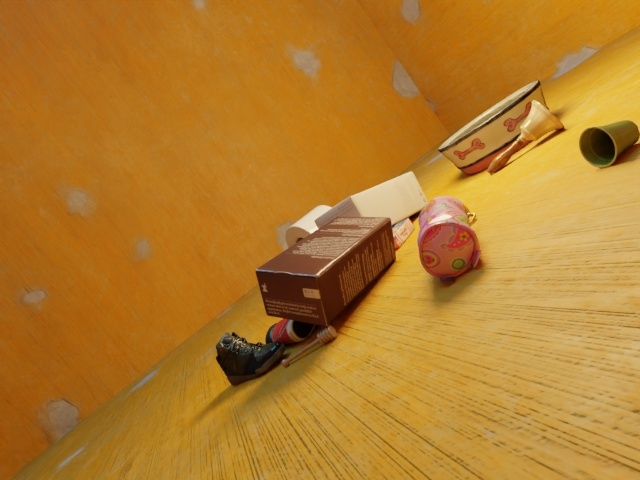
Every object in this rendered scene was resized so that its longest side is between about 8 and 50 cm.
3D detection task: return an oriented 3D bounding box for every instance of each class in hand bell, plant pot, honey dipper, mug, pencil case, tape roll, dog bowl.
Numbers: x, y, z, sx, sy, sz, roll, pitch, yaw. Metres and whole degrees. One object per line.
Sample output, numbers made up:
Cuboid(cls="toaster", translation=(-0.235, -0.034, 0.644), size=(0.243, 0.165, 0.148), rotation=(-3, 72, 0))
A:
Cuboid(cls="hand bell", translation=(0.617, -0.302, 1.424), size=(0.242, 0.126, 0.126), rotation=(-48, 1, 22))
Cuboid(cls="plant pot", translation=(0.560, -0.194, 0.873), size=(0.079, 0.083, 0.083), rotation=(-26, 3, -11))
Cuboid(cls="honey dipper", translation=(-0.031, 0.250, 1.054), size=(0.161, 0.030, 0.030), rotation=(-38, 5, 19))
Cuboid(cls="mug", translation=(0.342, -0.056, 1.150), size=(0.064, 0.062, 0.078), rotation=(-49, 5, -33))
Cuboid(cls="pencil case", translation=(0.268, -0.014, 0.971), size=(0.124, 0.124, 0.284), rotation=(-35, 6, 19))
Cuboid(cls="tape roll", translation=(0.000, 0.000, 1.862), size=(0.169, 0.246, 0.246), rotation=(-40, 6, -32))
Cuboid(cls="dog bowl", translation=(0.646, -0.397, 1.671), size=(0.408, 0.150, 0.408), rotation=(-36, 5, 3))

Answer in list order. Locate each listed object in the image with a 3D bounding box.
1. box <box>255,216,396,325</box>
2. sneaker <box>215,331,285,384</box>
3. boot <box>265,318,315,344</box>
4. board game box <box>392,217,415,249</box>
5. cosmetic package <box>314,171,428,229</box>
Cuboid(cls="box", translation=(0.032, 0.062, 1.195), size=(0.191, 0.143, 0.381), rotation=(3, 23, 36))
Cuboid(cls="sneaker", translation=(-0.197, 0.295, 1.199), size=(0.227, 0.130, 0.087), rotation=(-30, 10, 38))
Cuboid(cls="boot", translation=(-0.057, 0.208, 1.299), size=(0.176, 0.088, 0.244), rotation=(-33, 9, 46))
Cuboid(cls="board game box", translation=(0.205, 0.011, 1.511), size=(0.193, 0.045, 0.147), rotation=(-32, 7, 43))
Cuboid(cls="cosmetic package", translation=(0.192, -0.101, 1.640), size=(0.385, 0.156, 0.217), rotation=(-24, -5, -45))
